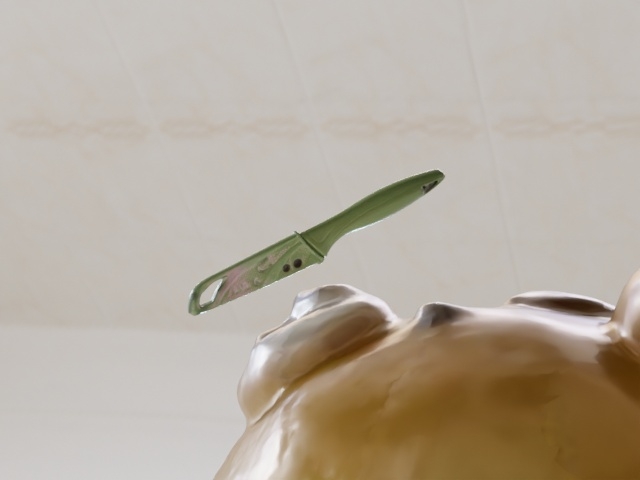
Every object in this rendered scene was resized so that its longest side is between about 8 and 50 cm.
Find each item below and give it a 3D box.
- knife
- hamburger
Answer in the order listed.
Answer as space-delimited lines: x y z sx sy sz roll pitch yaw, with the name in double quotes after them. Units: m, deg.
0.000 0.000 1.072 0.207 0.030 0.014 -26 -150 -20 "knife"
0.078 0.125 0.579 0.276 0.276 0.237 5 -102 19 "hamburger"
